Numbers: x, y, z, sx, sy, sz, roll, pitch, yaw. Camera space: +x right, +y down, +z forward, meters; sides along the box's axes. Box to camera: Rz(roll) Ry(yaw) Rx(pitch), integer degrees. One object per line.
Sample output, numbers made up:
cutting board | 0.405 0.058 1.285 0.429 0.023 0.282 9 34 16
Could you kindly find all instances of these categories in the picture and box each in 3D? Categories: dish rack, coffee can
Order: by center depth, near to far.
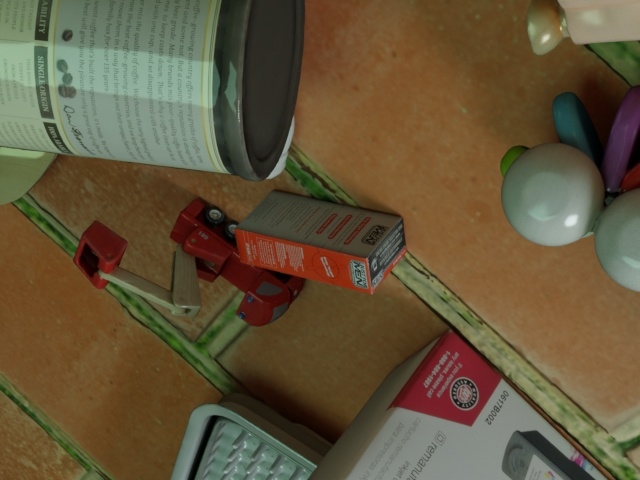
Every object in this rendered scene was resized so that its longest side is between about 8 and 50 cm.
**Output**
coffee can | -0.168 -0.163 1.148 0.275 0.201 0.201 7 130 11
dish rack | -0.035 0.320 1.598 0.285 0.072 0.333 32 137 12

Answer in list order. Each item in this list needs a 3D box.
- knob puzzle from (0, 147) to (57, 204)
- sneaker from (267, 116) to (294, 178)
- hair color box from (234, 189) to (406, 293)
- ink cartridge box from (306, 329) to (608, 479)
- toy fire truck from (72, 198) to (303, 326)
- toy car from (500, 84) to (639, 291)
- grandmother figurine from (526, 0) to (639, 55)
knob puzzle | -0.354 -0.121 1.492 0.213 0.030 0.213 9 114 21
sneaker | -0.124 -0.131 1.287 0.212 0.080 0.094 16 118 1
hair color box | 0.000 0.000 1.308 0.141 0.072 0.043 13 130 29
ink cartridge box | 0.148 0.271 1.308 0.306 0.226 0.131 42 139 -2
toy fire truck | -0.126 0.030 1.377 0.192 0.135 0.047 36 138 6
toy car | 0.229 -0.046 1.066 0.182 0.159 0.136 27 101 16
grandmother figurine | 0.294 -0.187 0.925 0.342 0.104 0.208 3 153 31
